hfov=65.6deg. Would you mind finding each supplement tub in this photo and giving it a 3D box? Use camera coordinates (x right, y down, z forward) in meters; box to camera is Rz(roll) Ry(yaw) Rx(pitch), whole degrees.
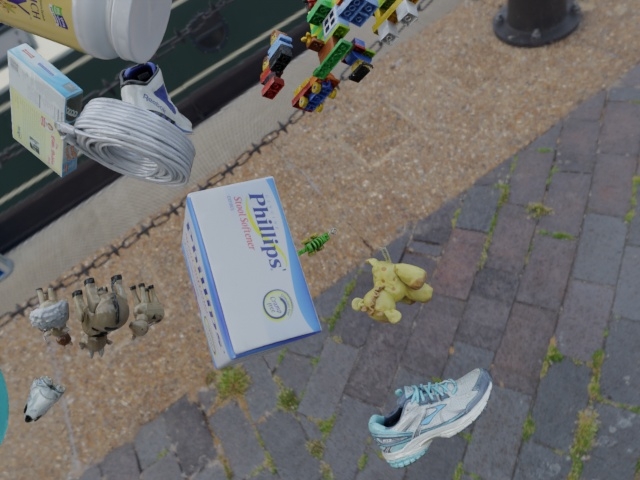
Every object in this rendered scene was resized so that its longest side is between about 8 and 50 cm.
[{"bbox_3d":[-0.486,-0.503,0.968,0.331,0.241,0.241,19,60,-3],"label":"supplement tub"}]

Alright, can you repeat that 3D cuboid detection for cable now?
[{"bbox_3d":[-0.403,-0.206,1.091,0.256,0.257,0.089,10,73,14],"label":"cable"}]

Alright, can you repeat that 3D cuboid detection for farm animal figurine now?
[{"bbox_3d":[-0.564,0.209,1.310,0.330,0.327,0.172,-12,75,-29],"label":"farm animal figurine"}]

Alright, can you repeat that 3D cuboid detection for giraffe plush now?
[{"bbox_3d":[0.184,0.150,1.344,0.181,0.210,0.171,-11,42,47],"label":"giraffe plush"}]

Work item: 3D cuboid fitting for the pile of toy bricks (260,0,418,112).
[{"bbox_3d":[0.007,-0.253,0.592,0.212,0.118,0.105,-33,56,48],"label":"pile of toy bricks"}]

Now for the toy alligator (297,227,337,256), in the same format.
[{"bbox_3d":[0.000,0.000,1.579,0.189,0.056,0.051,-32,8,-36],"label":"toy alligator"}]

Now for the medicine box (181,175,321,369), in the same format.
[{"bbox_3d":[-0.138,0.072,0.878,0.149,0.289,0.264,-14,77,-20],"label":"medicine box"}]

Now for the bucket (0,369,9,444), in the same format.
[{"bbox_3d":[-0.694,0.298,0.840,0.183,0.281,0.281,-18,51,1],"label":"bucket"}]

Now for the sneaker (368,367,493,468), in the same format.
[{"bbox_3d":[0.220,0.341,1.013,0.283,0.110,0.122,-40,90,8],"label":"sneaker"}]

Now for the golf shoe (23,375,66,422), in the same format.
[{"bbox_3d":[-0.587,0.334,1.030,0.176,0.069,0.086,-36,21,54],"label":"golf shoe"}]

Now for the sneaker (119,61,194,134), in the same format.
[{"bbox_3d":[-0.438,-0.372,1.331,0.127,0.315,0.183,-5,97,6],"label":"sneaker"}]

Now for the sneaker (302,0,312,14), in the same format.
[{"bbox_3d":[0.053,-0.636,1.326,0.135,0.098,0.276,-21,27,-11],"label":"sneaker"}]

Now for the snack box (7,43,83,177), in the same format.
[{"bbox_3d":[-0.740,-0.335,1.337,0.187,0.322,0.060,40,48,0],"label":"snack box"}]
